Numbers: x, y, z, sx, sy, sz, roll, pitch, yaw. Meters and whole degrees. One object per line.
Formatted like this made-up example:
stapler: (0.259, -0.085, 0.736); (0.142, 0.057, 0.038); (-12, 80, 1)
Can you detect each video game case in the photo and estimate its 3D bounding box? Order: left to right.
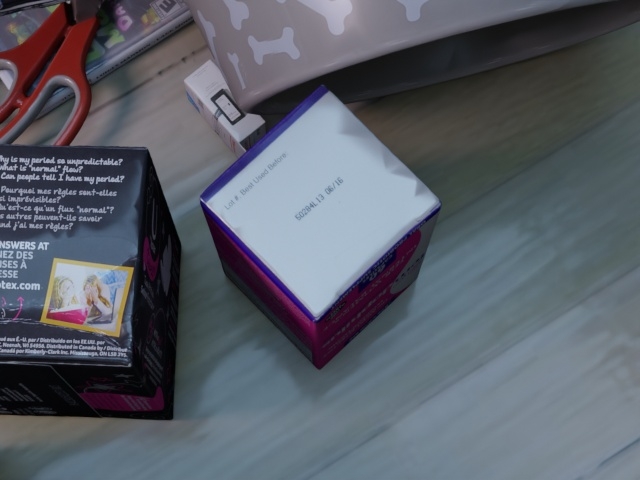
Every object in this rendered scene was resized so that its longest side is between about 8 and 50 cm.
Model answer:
video game case: (-0.210, -0.217, 1.107); (0.173, 0.022, 0.190); (-34, 79, -8)

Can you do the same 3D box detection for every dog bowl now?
dog bowl: (0.081, -0.171, 0.944); (0.348, 0.349, 0.102); (-14, 89, -4)

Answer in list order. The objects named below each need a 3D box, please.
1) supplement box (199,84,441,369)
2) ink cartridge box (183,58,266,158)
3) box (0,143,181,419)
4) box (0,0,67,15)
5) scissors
supplement box: (0.000, 0.000, 0.953); (0.111, 0.220, 0.114); (-43, 81, -8)
ink cartridge box: (-0.067, -0.094, 1.063); (0.028, 0.048, 0.083); (-39, 81, -9)
box: (-0.185, 0.033, 0.930); (0.163, 0.247, 0.142); (2, 75, 0)
box: (-0.096, -0.454, 0.957); (0.471, 0.297, 0.480); (-15, 56, -2)
scissors: (-0.176, -0.176, 1.078); (0.109, 0.021, 0.297); (36, 77, 11)
